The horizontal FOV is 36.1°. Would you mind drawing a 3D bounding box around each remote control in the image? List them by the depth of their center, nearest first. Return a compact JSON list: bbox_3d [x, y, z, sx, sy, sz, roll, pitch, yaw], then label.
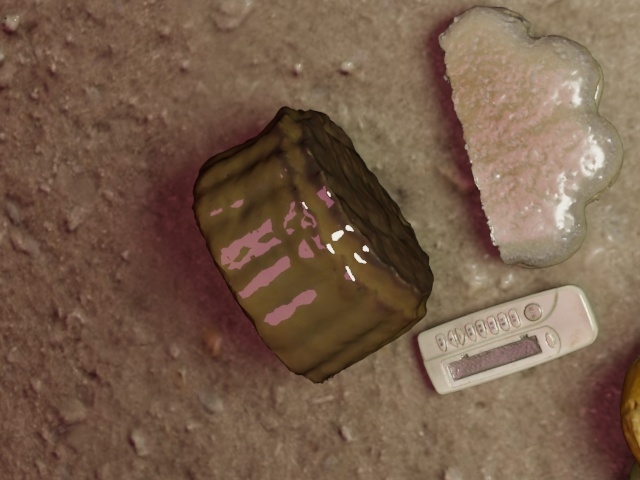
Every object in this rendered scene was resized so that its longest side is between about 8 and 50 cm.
[{"bbox_3d":[0.242,0.125,1.269,0.230,0.049,0.090,-22,86,23],"label":"remote control"}]

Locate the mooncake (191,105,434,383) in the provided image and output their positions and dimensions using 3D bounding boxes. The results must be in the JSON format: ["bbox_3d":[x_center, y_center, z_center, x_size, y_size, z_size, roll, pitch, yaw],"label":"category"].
[{"bbox_3d":[-0.001,-0.001,1.225,0.187,0.324,0.324,-34,81,16],"label":"mooncake"}]

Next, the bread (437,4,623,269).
[{"bbox_3d":[0.269,-0.138,1.213,0.183,0.102,0.337,-16,86,20],"label":"bread"}]

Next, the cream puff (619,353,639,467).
[{"bbox_3d":[0.495,0.146,1.017,0.342,0.231,0.327,-8,70,-8],"label":"cream puff"}]

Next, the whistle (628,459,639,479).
[{"bbox_3d":[0.390,0.329,1.194,0.141,0.141,0.294,57,137,9],"label":"whistle"}]
